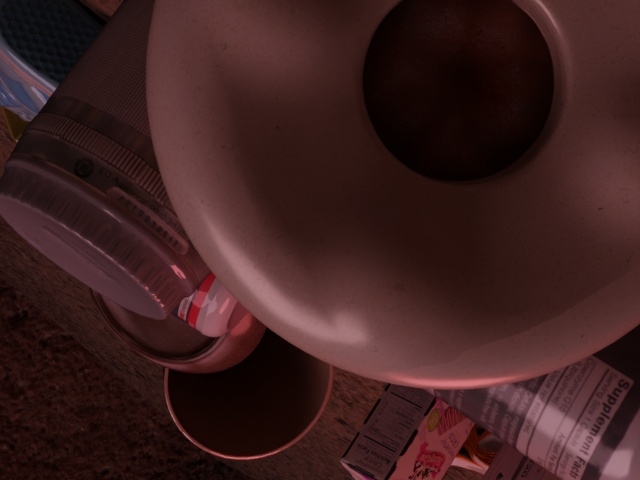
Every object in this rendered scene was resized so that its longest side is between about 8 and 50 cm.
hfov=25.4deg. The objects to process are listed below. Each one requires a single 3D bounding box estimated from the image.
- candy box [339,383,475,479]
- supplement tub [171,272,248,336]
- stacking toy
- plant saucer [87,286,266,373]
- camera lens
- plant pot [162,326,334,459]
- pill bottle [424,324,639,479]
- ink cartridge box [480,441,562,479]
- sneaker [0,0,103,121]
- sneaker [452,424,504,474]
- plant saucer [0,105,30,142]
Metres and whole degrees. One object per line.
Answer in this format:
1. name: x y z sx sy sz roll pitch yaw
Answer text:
1. candy box: 0.132 0.221 1.776 0.071 0.233 0.159 25 162 30
2. supplement tub: -0.189 -0.022 1.768 0.272 0.191 0.191 31 164 7
3. stacking toy: 0.052 -0.105 0.987 0.351 0.350 0.480 36 179 -9
4. plant saucer: -0.213 0.052 1.950 0.311 0.050 0.310 13 118 25
5. camera lens: -0.150 -0.091 1.344 0.219 0.274 0.219 31 163 10
6. plant pot: -0.139 0.171 2.208 0.256 0.256 0.274 40 180 -21
7. pill bottle: 0.241 0.109 1.263 0.361 0.204 0.204 32 164 18
8. ink cartridge box: 0.294 0.260 1.709 0.092 0.158 0.218 36 163 -6
9. sneaker: -0.265 -0.155 1.663 0.319 0.127 0.208 47 159 -12
10. sneaker: 0.244 0.312 2.079 0.121 0.099 0.262 39 165 -33
11. plant saucer: -0.359 -0.143 2.009 0.188 0.045 0.188 32 163 5
